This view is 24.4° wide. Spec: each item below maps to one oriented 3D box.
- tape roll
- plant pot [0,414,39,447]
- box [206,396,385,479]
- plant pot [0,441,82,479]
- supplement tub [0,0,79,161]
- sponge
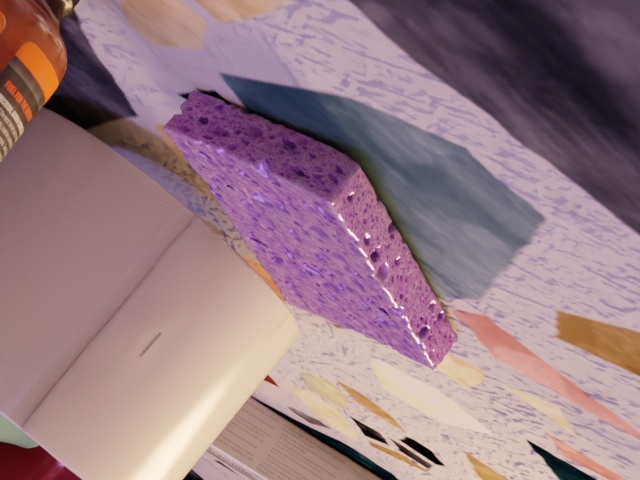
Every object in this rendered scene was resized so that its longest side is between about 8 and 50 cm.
[{"bbox_3d":[-0.158,0.050,0.993,0.246,0.169,0.246,37,167,10],"label":"tape roll"},{"bbox_3d":[-0.313,0.044,1.187,0.255,0.272,0.271,25,168,-24],"label":"plant pot"},{"bbox_3d":[-0.041,0.216,1.480,0.324,0.067,0.063,30,163,9],"label":"box"},{"bbox_3d":[-0.326,0.172,1.382,0.180,0.201,0.201,55,178,34],"label":"plant pot"},{"bbox_3d":[-0.192,-0.070,0.703,0.106,0.198,0.106,32,163,11],"label":"supplement tub"},{"bbox_3d":[0.000,0.000,0.839,0.117,0.031,0.210,24,161,30],"label":"sponge"}]
